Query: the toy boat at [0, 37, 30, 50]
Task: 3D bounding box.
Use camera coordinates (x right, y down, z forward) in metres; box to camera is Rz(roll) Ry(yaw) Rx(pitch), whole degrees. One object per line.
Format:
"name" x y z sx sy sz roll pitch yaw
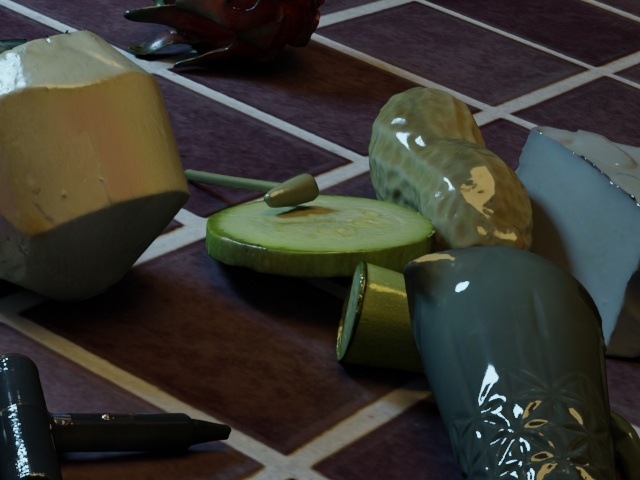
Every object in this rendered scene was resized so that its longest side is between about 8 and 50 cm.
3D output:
"toy boat" -0.387 -0.154 1.984 0.246 0.093 0.103 -12 13 -43

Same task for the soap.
"soap" 0.360 -0.006 1.974 0.302 0.159 0.258 0 25 -31

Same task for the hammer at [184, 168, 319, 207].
"hammer" -0.085 -0.053 1.942 0.060 0.028 0.195 -19 17 -37

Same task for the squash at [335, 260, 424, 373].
"squash" 0.124 0.090 1.738 0.224 0.094 0.094 16 23 -12

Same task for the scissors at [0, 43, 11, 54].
"scissors" -0.488 -0.129 1.783 0.383 0.029 0.256 -2 -17 -22

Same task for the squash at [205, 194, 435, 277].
"squash" 0.000 -0.005 1.849 0.219 0.041 0.219 2 11 0

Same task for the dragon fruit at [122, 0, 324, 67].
"dragon fruit" -0.115 -0.304 2.364 0.274 0.193 0.192 -5 56 -34

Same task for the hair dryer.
"hair dryer" -0.154 0.157 1.480 0.194 0.050 0.173 9 27 -18

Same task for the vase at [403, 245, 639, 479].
"vase" 0.176 0.154 1.554 0.251 0.156 0.301 33 24 -20

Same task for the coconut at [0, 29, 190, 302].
"coconut" -0.227 -0.058 1.708 0.241 0.241 0.241 11 24 -5

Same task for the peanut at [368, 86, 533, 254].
"peanut" 0.129 -0.049 1.973 0.120 0.136 0.298 14 26 -28
